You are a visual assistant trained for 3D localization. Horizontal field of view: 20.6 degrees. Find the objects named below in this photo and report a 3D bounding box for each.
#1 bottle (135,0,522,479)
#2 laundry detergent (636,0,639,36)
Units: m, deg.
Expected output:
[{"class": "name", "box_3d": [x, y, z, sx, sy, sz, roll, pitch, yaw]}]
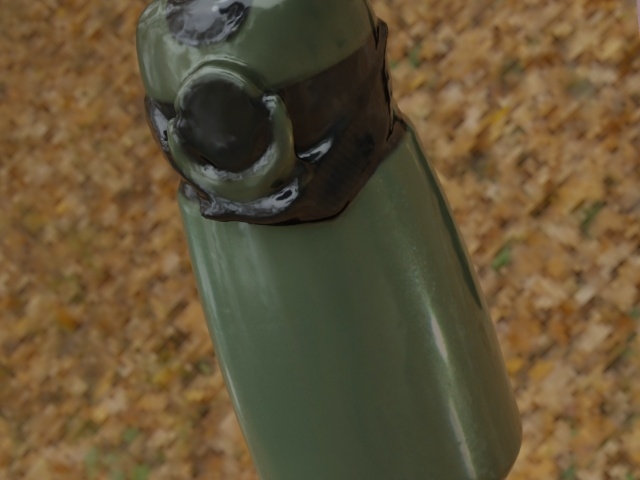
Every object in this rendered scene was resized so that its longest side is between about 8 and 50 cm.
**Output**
[{"class": "bottle", "box_3d": [-0.001, 0.000, 1.019, 0.168, 0.347, 0.168, -16, 23, 7]}, {"class": "laundry detergent", "box_3d": [0.315, -0.156, 1.317, 0.159, 0.335, 0.088, -26, 7, -5]}]
